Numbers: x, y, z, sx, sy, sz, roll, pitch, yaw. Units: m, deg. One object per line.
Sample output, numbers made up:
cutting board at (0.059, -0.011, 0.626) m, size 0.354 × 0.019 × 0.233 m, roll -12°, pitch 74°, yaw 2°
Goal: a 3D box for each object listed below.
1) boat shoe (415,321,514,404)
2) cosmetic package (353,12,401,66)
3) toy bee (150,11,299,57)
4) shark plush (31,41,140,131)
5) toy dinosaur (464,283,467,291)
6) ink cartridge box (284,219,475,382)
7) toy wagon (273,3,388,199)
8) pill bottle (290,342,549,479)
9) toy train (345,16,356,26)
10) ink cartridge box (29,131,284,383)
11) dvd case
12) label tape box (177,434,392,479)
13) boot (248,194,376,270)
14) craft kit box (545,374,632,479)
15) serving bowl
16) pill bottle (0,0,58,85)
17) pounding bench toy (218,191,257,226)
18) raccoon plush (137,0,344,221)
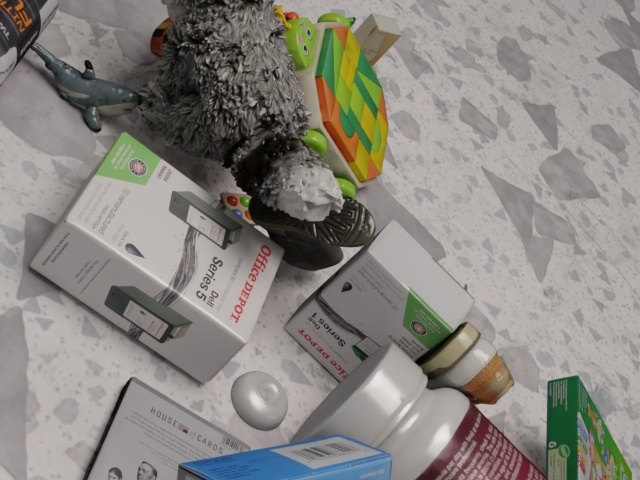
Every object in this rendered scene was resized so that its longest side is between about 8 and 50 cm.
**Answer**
boat shoe at (0.189, 0.187, 1.665) m, size 0.103 × 0.113 × 0.302 m, roll 44°, pitch -6°, yaw 3°
cosmetic package at (0.084, -0.347, 2.131) m, size 0.060 × 0.115 × 0.041 m, roll 5°, pitch 54°, yaw -39°
toy bee at (-0.113, -0.301, 1.882) m, size 0.298 × 0.195 × 0.162 m, roll 28°, pitch 83°, yaw -49°
shark plush at (-0.331, -0.230, 1.690) m, size 0.161 × 0.067 × 0.073 m, roll 43°, pitch 39°, yaw -4°
toy dinosaur at (0.212, 0.114, 1.923) m, size 0.082 × 0.047 × 0.090 m, roll 0°, pitch 90°, yaw -53°
ink cartridge box at (0.077, 0.101, 1.653) m, size 0.160 × 0.219 × 0.092 m, roll 44°, pitch 42°, yaw -2°
toy wagon at (0.014, -0.231, 1.874) m, size 0.344 × 0.068 × 0.267 m, roll 56°, pitch 36°, yaw -47°
pill bottle at (0.163, 0.332, 1.523) m, size 0.392 × 0.224 × 0.224 m, roll 45°, pitch 38°, yaw -2°
toy train at (0.036, -0.400, 2.208) m, size 0.083 × 0.023 × 0.017 m, roll -19°, pitch 71°, yaw -48°
ink cartridge box at (-0.201, 0.022, 1.548) m, size 0.273 × 0.115 × 0.198 m, roll 36°, pitch 39°, yaw -13°
dvd case at (-0.186, 0.292, 1.396) m, size 0.179 × 0.029 × 0.239 m, roll 34°, pitch 39°, yaw -14°
label tape box at (-0.048, 0.402, 1.330) m, size 0.240 × 0.106 × 0.334 m, roll -2°, pitch 99°, yaw -43°
boot at (0.002, -0.002, 1.655) m, size 0.189 × 0.208 × 0.076 m, roll 16°, pitch 70°, yaw 19°
craft kit box at (0.396, 0.370, 1.758) m, size 0.247 × 0.061 × 0.250 m, roll 59°, pitch 29°, yaw -35°
serving bowl at (-0.075, 0.205, 1.574) m, size 0.083 × 0.027 × 0.083 m, roll 24°, pitch 45°, yaw -25°
pill bottle at (-0.447, -0.275, 1.576) m, size 0.130 × 0.130 × 0.246 m, roll 34°, pitch 40°, yaw -14°
pounding bench toy at (-0.114, -0.031, 1.716) m, size 0.083 × 0.065 × 0.052 m, roll 3°, pitch 55°, yaw -41°
raccoon plush at (-0.067, -0.252, 1.593) m, size 0.216 × 0.299 × 0.446 m, roll -13°, pitch 33°, yaw -41°
